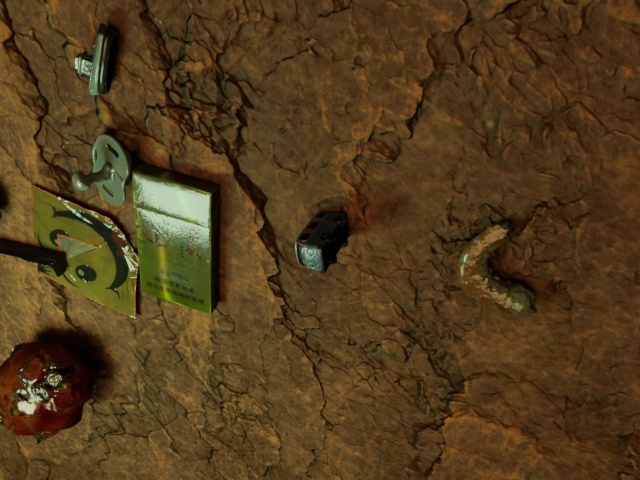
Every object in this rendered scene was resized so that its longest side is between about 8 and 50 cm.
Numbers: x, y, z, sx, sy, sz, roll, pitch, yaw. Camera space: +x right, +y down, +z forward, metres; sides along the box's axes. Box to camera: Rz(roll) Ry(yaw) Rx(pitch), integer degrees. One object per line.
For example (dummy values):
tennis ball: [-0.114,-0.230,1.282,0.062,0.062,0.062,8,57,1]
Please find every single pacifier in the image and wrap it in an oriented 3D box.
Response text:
pacifier: [-0.426,-0.133,1.391,0.127,0.116,0.150,48,137,19]

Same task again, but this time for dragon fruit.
dragon fruit: [-0.693,0.372,1.799,0.250,0.250,0.315,33,115,-2]

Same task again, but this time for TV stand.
TV stand: [-0.705,0.035,1.671,0.256,0.040,0.049,11,127,18]

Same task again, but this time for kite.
kite: [-0.540,0.037,1.622,0.327,0.013,0.378,-16,116,32]

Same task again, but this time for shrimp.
shrimp: [0.321,0.047,1.247,0.161,0.049,0.166,24,122,7]

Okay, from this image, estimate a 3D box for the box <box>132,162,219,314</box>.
box: [-0.291,0.003,1.473,0.172,0.043,0.311,17,128,12]

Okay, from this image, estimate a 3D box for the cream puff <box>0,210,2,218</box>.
cream puff: [-0.779,-0.071,1.591,0.156,0.156,0.121,-27,152,35]

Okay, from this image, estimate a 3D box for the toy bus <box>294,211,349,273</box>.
toy bus: [0.000,0.000,1.295,0.074,0.123,0.060,7,126,23]

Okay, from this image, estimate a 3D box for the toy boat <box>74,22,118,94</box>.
toy boat: [-0.399,-0.316,1.278,0.066,0.059,0.140,18,131,-4]
